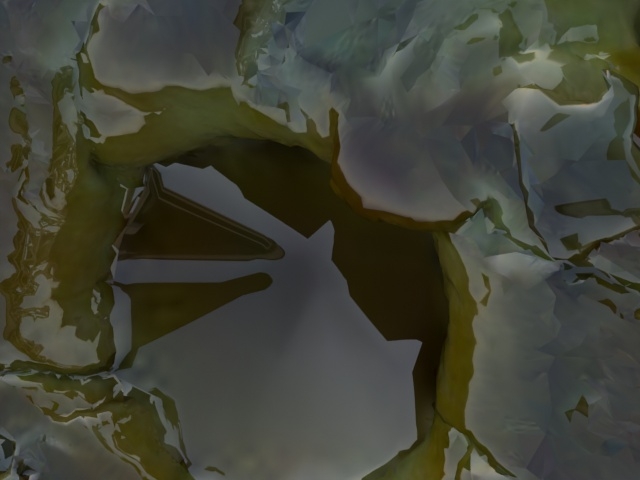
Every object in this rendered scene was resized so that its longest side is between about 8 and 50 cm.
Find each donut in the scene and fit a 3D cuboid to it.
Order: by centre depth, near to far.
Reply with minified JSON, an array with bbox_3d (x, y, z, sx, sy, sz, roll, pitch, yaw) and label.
[{"bbox_3d":[0.000,0.000,0.583,0.360,0.170,0.360,7,111,18],"label":"donut"}]
